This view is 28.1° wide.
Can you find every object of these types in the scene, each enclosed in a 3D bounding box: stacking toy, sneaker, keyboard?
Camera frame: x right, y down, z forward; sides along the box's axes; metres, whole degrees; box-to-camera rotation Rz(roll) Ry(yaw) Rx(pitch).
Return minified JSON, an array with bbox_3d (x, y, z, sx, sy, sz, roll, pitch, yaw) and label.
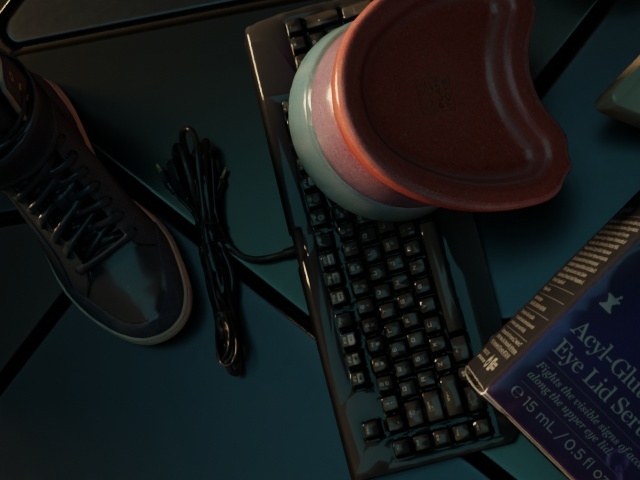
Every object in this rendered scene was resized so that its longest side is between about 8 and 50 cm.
[{"bbox_3d":[0.103,-0.162,0.823,0.279,0.130,0.309,-1,82,-19],"label":"stacking toy"},{"bbox_3d":[-0.178,-0.032,0.823,0.086,0.163,0.226,-38,75,3],"label":"sneaker"},{"bbox_3d":[0.000,0.000,0.843,0.201,0.033,0.317,-17,76,10],"label":"keyboard"}]

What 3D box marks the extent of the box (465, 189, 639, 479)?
[{"bbox_3d":[0.208,0.058,0.724,0.153,0.108,0.207,43,93,0],"label":"box"}]
